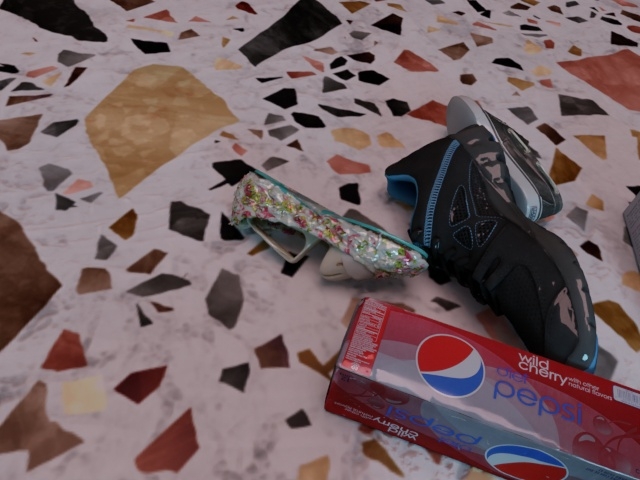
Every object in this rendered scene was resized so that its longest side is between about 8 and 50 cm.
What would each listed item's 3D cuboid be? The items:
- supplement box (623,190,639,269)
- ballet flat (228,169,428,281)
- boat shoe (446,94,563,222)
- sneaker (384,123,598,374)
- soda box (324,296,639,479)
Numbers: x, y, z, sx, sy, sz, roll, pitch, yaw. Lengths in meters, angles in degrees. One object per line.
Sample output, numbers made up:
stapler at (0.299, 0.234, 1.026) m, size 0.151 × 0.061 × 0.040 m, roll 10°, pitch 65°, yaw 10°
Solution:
supplement box at (0.453, 0.016, 0.625) m, size 0.111 × 0.114 × 0.220 m, roll 10°, pitch 47°, yaw 2°
ballet flat at (0.000, 0.000, 0.606) m, size 0.241 × 0.091 × 0.077 m, roll 26°, pitch 81°, yaw 19°
boat shoe at (0.245, -0.114, 0.734) m, size 0.070 × 0.078 × 0.219 m, roll -14°, pitch 61°, yaw -18°
sneaker at (0.178, 0.015, 0.601) m, size 0.139 × 0.125 × 0.341 m, roll -18°, pitch 48°, yaw 1°
soda box at (0.141, 0.144, 0.480) m, size 0.263 × 0.092 × 0.083 m, roll 19°, pitch 50°, yaw 8°
